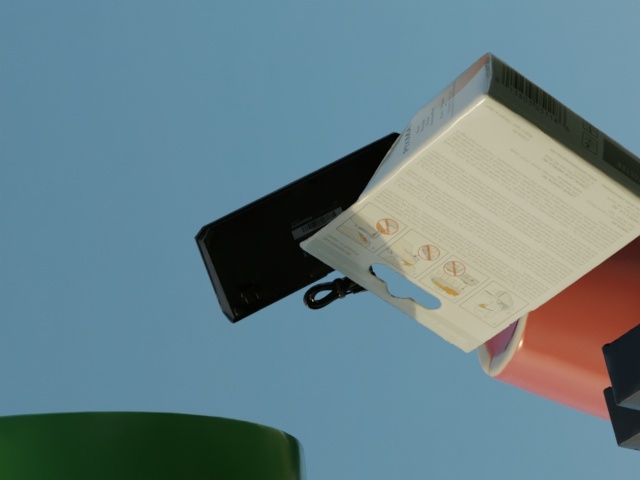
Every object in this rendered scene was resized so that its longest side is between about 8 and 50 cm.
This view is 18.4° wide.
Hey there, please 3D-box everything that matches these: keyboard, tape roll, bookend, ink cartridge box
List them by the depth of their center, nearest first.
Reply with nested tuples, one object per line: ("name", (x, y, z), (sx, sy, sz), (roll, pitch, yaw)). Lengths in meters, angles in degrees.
("ink cartridge box", (0.098, -0.018, 1.206), (0.145, 0.179, 0.045), (32, -136, -22))
("tape roll", (-0.166, 0.179, 1.246), (0.321, 0.321, 0.077), (18, -119, -50))
("keyboard", (0.000, 0.000, 1.489), (0.180, 0.023, 0.108), (-27, -69, -15))
("bookend", (0.304, 0.128, 1.786), (0.156, 0.157, 0.072), (13, -128, -35))

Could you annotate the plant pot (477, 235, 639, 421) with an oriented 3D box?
("plant pot", (0.300, 0.061, 2.004), (0.243, 0.275, 0.275), (10, -106, -9))
